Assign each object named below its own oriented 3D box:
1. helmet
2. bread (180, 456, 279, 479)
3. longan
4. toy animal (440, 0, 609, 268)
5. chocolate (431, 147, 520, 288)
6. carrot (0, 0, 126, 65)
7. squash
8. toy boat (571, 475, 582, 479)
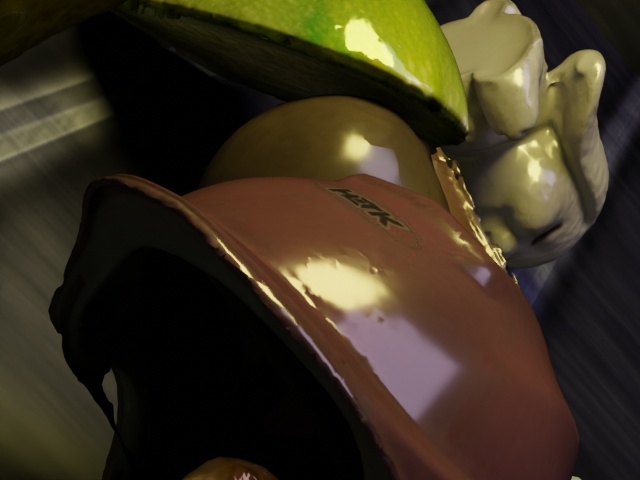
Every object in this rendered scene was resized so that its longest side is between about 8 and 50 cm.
[{"bbox_3d":[0.015,0.089,0.699,0.197,0.338,0.271,-25,41,-31],"label":"helmet"},{"bbox_3d":[-0.076,0.180,0.590,0.083,0.211,0.114,-2,60,-45],"label":"bread"},{"bbox_3d":[0.000,0.000,0.977,0.196,0.196,0.220,62,-10,18],"label":"longan"},{"bbox_3d":[0.190,-0.093,1.442,0.265,0.272,0.206,56,46,-28],"label":"toy animal"},{"bbox_3d":[0.074,0.004,1.259,0.161,0.083,0.261,4,51,-38],"label":"chocolate"},{"bbox_3d":[-0.221,-0.192,0.696,0.241,0.341,0.241,49,-23,30],"label":"carrot"},{"bbox_3d":[-0.017,-0.140,1.066,0.234,0.210,0.309,29,24,-43],"label":"squash"},{"bbox_3d":[0.149,0.252,0.932,0.145,0.133,0.332,45,15,2],"label":"toy boat"}]
